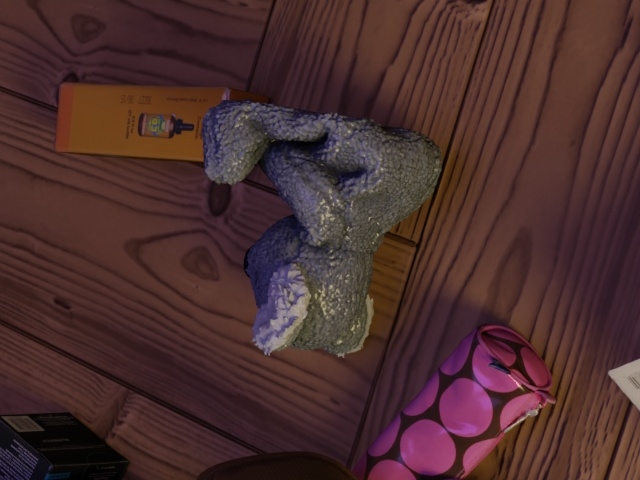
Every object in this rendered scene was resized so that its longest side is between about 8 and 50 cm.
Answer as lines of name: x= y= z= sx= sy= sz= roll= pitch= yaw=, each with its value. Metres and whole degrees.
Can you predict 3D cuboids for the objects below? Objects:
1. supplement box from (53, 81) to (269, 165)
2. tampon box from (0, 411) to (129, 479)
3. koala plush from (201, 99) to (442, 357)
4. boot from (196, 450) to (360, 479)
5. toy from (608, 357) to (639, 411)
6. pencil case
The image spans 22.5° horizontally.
supplement box: x=-0.166 y=-0.120 z=1.667 sx=0.233 sy=0.080 sz=0.078 roll=6 pitch=90 yaw=37
tampon box: x=-0.303 y=0.276 z=1.699 sx=0.101 sy=0.120 sz=0.161 roll=34 pitch=105 yaw=32
koala plush: x=0.000 y=0.000 z=1.475 sx=0.203 sy=0.196 sz=0.221 roll=8 pitch=87 yaw=26
boot: x=0.013 y=0.304 z=1.393 sx=0.109 sy=0.283 sz=0.220 roll=-121 pitch=42 yaw=-64
toy: x=0.341 y=0.135 z=1.233 sx=0.137 sy=0.237 sz=0.056 roll=-28 pitch=33 yaw=30
pencil case: x=0.115 y=0.175 z=1.434 sx=0.098 sy=0.095 sz=0.209 roll=48 pitch=114 yaw=22
